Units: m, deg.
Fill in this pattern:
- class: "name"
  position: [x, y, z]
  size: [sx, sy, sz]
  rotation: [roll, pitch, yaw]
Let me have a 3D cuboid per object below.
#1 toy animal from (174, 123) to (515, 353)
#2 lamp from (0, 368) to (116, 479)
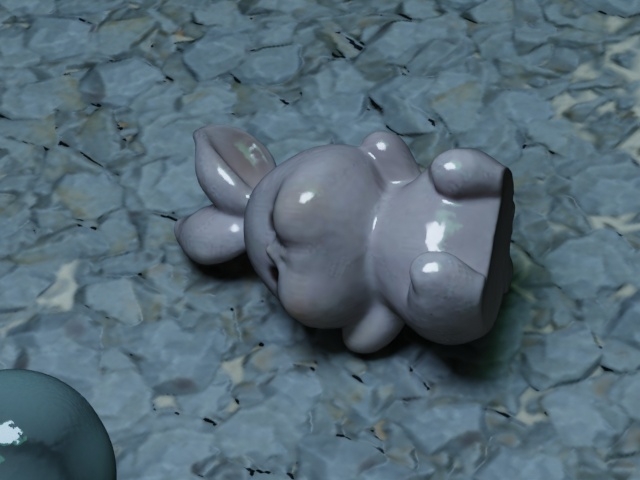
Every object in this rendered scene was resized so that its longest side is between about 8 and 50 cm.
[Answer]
- class: "toy animal"
  position: [-0.001, 0.000, 1.040]
  size: [0.212, 0.124, 0.124]
  rotation: [6, 46, 21]
- class: "lamp"
  position: [-0.153, 0.117, 0.946]
  size: [0.105, 0.105, 0.105]
  rotation: [-4, 45, 4]
